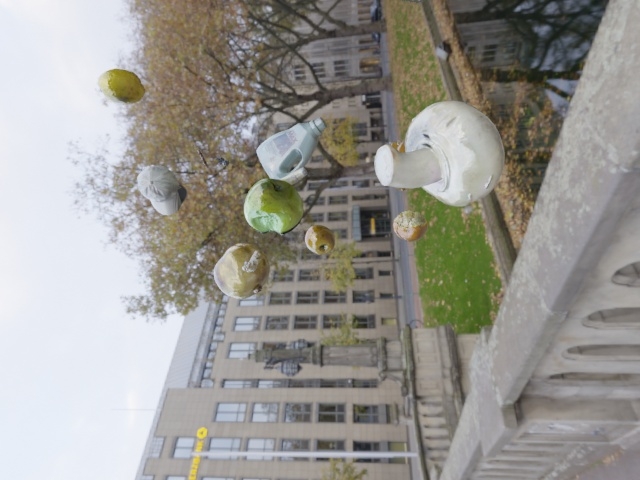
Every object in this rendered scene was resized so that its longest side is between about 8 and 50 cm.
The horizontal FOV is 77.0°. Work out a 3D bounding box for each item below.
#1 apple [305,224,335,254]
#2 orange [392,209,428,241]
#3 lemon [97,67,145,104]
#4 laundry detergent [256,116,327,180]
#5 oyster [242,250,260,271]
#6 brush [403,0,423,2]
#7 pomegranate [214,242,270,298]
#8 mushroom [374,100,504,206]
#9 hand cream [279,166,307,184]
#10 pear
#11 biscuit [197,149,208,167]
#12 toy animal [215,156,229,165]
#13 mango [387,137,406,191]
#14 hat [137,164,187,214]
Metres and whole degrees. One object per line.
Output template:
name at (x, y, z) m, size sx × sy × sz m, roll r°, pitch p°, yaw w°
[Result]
apple at (0.000, 0.000, 2.394) m, size 0.182 × 0.182 × 0.155 m, roll 80°, pitch 174°, yaw -46°
orange at (0.412, -0.071, 1.843) m, size 0.134 × 0.156 × 0.157 m, roll -59°, pitch -34°, yaw -61°
lemon at (-0.974, -0.754, 1.972) m, size 0.170 × 0.207 × 0.170 m, roll 171°, pitch 90°, yaw -71°
laundry detergent at (-0.131, -0.497, 2.144) m, size 0.264 × 0.398 × 0.124 m, roll 63°, pitch -161°, yaw 17°
oyster at (-0.253, 0.073, 1.431) m, size 0.038 × 0.080 × 0.083 m, roll 7°, pitch -85°, yaw -47°
brush at (0.297, -1.028, 1.639) m, size 0.084 × 0.301 × 0.071 m, roll -103°, pitch 19°, yaw -65°
pomegranate at (-0.449, 0.182, 2.349) m, size 0.332 × 0.332 × 0.333 m, roll -3°, pitch -90°, yaw -83°
mushroom at (0.354, -0.265, 1.181) m, size 0.315 × 0.356 × 0.315 m, roll -157°, pitch 90°, yaw -85°
hand cream at (-0.127, -0.284, 1.832) m, size 0.061 × 0.143 × 0.039 m, roll 50°, pitch -162°, yaw -32°
pear at (-0.219, -0.157, 1.822) m, size 0.292 × 0.292 × 0.159 m, roll 77°, pitch -165°, yaw -55°
biscuit at (-0.707, -0.490, 2.434) m, size 0.119 × 0.019 × 0.130 m, roll 57°, pitch 169°, yaw 36°
toy animal at (-0.422, -0.344, 1.771) m, size 0.050 × 0.084 × 0.028 m, roll 6°, pitch -66°, yaw -59°
mango at (0.394, -0.365, 1.899) m, size 0.201 × 0.152 × 0.287 m, roll 113°, pitch 163°, yaw -65°
hat at (-0.824, -0.247, 2.056) m, size 0.161 × 0.232 × 0.275 m, roll -77°, pitch -8°, yaw -49°
